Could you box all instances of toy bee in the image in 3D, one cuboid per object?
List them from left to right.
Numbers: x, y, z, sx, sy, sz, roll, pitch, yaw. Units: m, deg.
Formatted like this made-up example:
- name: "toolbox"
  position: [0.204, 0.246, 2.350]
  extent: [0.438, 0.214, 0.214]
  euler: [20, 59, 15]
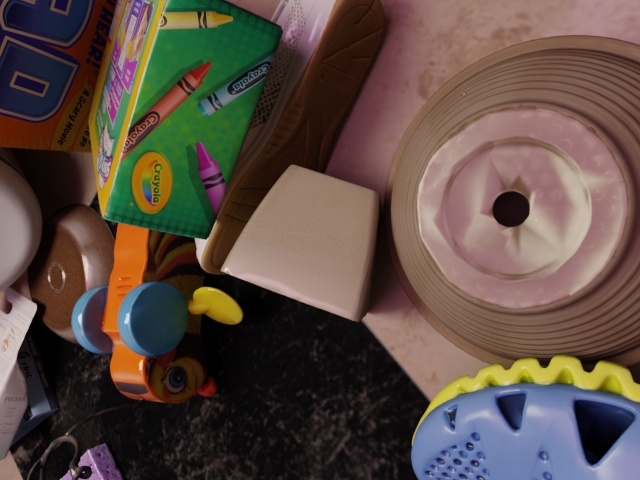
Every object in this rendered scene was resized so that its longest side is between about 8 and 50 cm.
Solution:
- name: "toy bee"
  position: [-0.176, 0.102, 0.532]
  extent: [0.195, 0.162, 0.298]
  euler: [19, 78, 39]

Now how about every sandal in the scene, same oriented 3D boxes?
- name: "sandal"
  position: [0.192, 0.151, 0.268]
  extent: [0.317, 0.138, 0.126]
  euler: [-5, 129, 36]

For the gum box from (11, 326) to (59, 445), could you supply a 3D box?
- name: "gum box"
  position: [-0.494, 0.229, 0.788]
  extent: [0.184, 0.041, 0.157]
  euler: [-36, 73, 28]

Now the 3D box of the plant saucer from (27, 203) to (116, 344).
- name: "plant saucer"
  position: [-0.345, 0.049, 0.686]
  extent: [0.198, 0.036, 0.199]
  euler: [3, 95, 33]

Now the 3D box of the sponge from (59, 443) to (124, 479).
- name: "sponge"
  position: [-0.274, 0.389, 0.660]
  extent: [0.117, 0.031, 0.210]
  euler: [-44, 70, 27]

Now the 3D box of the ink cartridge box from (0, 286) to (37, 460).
- name: "ink cartridge box"
  position: [-0.483, 0.174, 0.736]
  extent: [0.181, 0.056, 0.225]
  euler: [19, 83, 31]

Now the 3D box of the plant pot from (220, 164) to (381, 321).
- name: "plant pot"
  position: [0.000, 0.000, 0.412]
  extent: [0.109, 0.109, 0.096]
  euler: [20, 88, 10]

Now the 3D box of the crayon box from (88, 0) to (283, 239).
- name: "crayon box"
  position: [-0.141, -0.138, 0.448]
  extent: [0.278, 0.081, 0.165]
  euler: [48, 119, 53]

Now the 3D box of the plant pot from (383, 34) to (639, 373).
- name: "plant pot"
  position: [0.136, -0.019, 0.329]
  extent: [0.237, 0.109, 0.237]
  euler: [3, 95, 33]

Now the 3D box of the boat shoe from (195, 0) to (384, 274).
- name: "boat shoe"
  position: [-0.048, -0.100, 0.455]
  extent: [0.096, 0.098, 0.277]
  euler: [38, 105, 29]

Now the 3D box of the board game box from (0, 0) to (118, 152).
- name: "board game box"
  position: [-0.432, -0.336, 0.513]
  extent: [0.356, 0.356, 0.357]
  euler: [34, 110, 21]

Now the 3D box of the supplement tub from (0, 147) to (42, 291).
- name: "supplement tub"
  position: [-0.539, -0.085, 0.667]
  extent: [0.331, 0.241, 0.241]
  euler: [43, 114, 34]
